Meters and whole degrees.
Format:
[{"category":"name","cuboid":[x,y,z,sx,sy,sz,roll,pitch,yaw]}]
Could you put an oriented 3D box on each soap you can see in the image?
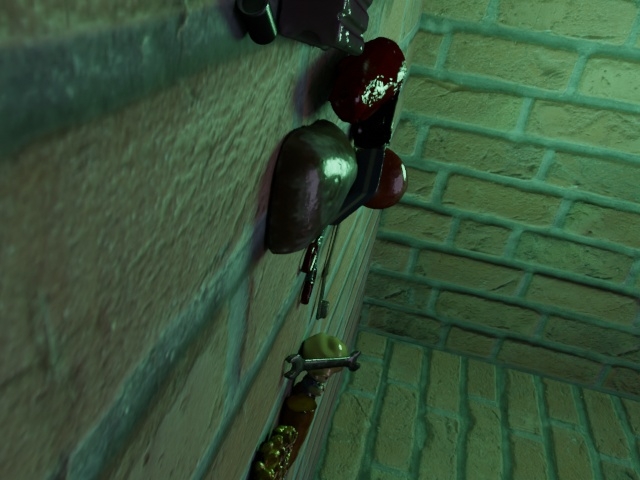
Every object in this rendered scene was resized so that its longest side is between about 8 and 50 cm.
[{"category":"soap","cuboid":[0.016,-0.277,0.606,0.203,0.065,0.122,-50,152,-71]}]

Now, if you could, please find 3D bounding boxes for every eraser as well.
[{"category":"eraser","cuboid":[0.047,-0.087,0.938,0.225,0.036,0.082,141,-37,-69]}]

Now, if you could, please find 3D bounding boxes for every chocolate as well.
[{"category":"chocolate","cuboid":[0.003,-0.079,0.770,0.254,0.080,0.157,-55,157,-68]}]

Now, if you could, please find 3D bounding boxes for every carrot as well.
[{"category":"carrot","cuboid":[-0.066,0.437,1.192,0.072,0.072,0.205,-52,159,-71]}]

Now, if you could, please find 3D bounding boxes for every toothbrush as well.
[{"category":"toothbrush","cuboid":[0.025,0.047,1.310,0.026,0.028,0.294,58,40,-80]}]

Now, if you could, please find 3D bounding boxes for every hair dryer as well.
[{"category":"hair dryer","cuboid":[-0.048,-0.212,0.451,0.047,0.026,0.083,67,29,-79]}]

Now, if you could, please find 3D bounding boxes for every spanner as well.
[{"category":"spanner","cuboid":[0.012,0.261,1.147,0.254,0.015,0.054,11,94,-50]}]

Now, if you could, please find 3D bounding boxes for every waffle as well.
[{"category":"waffle","cuboid":[-0.101,0.476,1.048,0.228,0.051,0.231,51,54,-80]}]

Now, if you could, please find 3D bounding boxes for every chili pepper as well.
[{"category":"chili pepper","cuboid":[0.077,-0.266,0.888,0.387,0.110,0.110,-58,159,-58]}]

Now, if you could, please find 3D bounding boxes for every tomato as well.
[{"category":"tomato","cuboid":[0.146,-0.159,1.363,0.167,0.167,0.167,13,90,-81]}]

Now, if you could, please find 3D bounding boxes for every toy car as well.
[{"category":"toy car","cuboid":[0.128,-0.276,1.272,0.108,0.089,0.209,99,5,-61]}]

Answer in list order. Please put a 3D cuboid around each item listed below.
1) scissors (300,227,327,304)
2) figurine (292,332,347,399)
[{"category":"scissors","cuboid":[0.000,0.000,1.098,0.144,0.017,0.247,94,11,-49]},{"category":"figurine","cuboid":[-0.008,0.310,1.245,0.114,0.108,0.196,14,96,-65]}]
